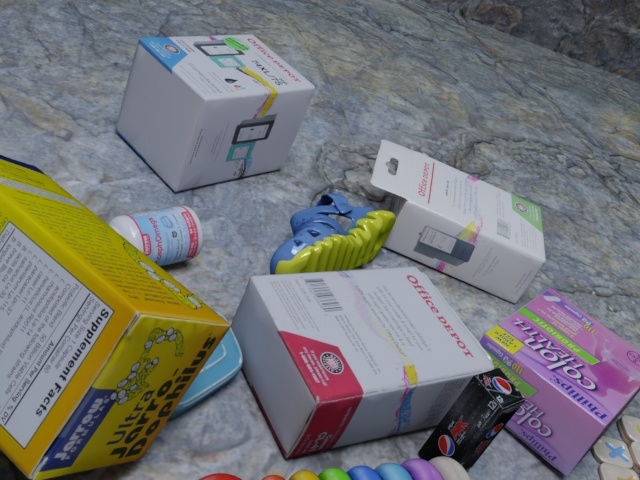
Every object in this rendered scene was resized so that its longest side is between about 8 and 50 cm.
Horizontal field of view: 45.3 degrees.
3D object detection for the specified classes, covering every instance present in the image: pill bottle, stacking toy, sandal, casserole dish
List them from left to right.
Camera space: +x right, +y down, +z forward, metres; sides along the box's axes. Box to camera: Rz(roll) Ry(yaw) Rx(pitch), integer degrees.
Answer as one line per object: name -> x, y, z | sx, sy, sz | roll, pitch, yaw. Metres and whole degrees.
pill bottle -> -0.262, 0.000, 1.138 | 0.160, 0.087, 0.087 | -14, 50, -42
casserole dish -> -0.168, 0.153, 0.988 | 0.188, 0.037, 0.114 | -27, 93, -49
sandal -> 0.000, 0.000, 1.286 | 0.138, 0.126, 0.317 | 33, 26, 17
stacking toy -> 0.005, 0.315, 0.868 | 0.330, 0.141, 0.141 | 5, 38, -15

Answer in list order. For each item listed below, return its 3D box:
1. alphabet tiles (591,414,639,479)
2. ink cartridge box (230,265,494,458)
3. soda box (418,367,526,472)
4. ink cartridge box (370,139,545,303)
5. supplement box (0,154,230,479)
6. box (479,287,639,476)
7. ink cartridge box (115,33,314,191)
alphabet tiles -> 0.556, 0.395, 1.181 | 0.278, 0.021, 0.284 | 18, 34, -10
ink cartridge box -> 0.054, 0.159, 1.086 | 0.306, 0.131, 0.226 | 0, 41, -34
soda box -> 0.199, 0.248, 1.021 | 0.053, 0.169, 0.060 | -6, 45, -40
ink cartridge box -> 0.246, -0.043, 1.484 | 0.353, 0.119, 0.207 | 24, 35, -3
supplement box -> -0.315, 0.064, 0.847 | 0.356, 0.194, 0.195 | 36, 5, 22
box -> 0.376, 0.212, 1.215 | 0.213, 0.117, 0.243 | 39, 37, 26
ink cartridge box -> -0.192, -0.242, 1.408 | 0.198, 0.197, 0.270 | 43, 38, 24
